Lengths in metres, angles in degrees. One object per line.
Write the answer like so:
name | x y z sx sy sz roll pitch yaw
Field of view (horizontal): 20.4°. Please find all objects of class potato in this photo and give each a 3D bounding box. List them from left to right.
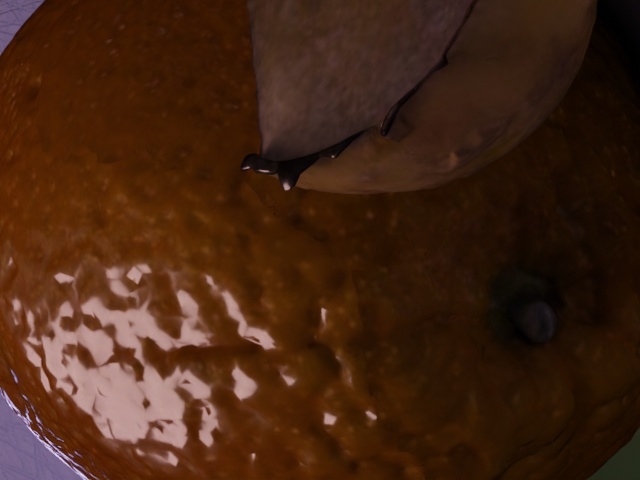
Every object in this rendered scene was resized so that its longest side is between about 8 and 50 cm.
potato | 0.039 -0.128 0.621 0.098 0.138 0.243 23 -131 -45

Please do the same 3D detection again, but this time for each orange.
orange | 0.000 0.000 0.820 0.322 0.322 0.357 58 165 -26

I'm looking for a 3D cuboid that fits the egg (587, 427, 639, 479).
egg | 0.137 0.121 1.066 0.269 0.220 0.220 28 -156 -50
